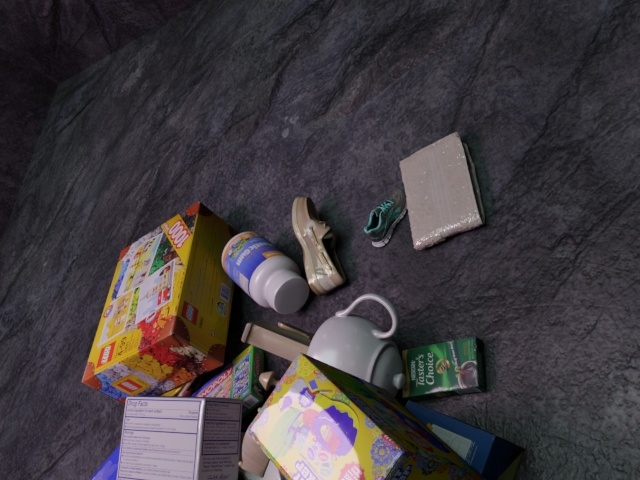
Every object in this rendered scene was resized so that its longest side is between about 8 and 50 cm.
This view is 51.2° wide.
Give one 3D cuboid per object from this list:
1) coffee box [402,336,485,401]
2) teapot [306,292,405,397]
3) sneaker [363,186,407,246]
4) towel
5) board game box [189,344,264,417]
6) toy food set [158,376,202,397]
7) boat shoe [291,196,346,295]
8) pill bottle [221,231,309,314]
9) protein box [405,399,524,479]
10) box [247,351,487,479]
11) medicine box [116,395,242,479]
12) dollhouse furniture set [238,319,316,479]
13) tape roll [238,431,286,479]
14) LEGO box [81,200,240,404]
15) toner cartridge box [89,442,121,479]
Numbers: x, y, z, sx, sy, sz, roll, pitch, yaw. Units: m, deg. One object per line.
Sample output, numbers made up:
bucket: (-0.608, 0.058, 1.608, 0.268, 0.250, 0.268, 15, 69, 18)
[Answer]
coffee box: (0.262, 0.279, 1.438, 0.184, 0.040, 0.113, -17, 56, 35)
teapot: (0.095, 0.280, 1.457, 0.187, 0.256, 0.252, 7, 57, 31)
sneaker: (0.166, -0.068, 1.708, 0.065, 0.076, 0.166, 17, 78, 46)
towel: (0.294, -0.122, 1.647, 0.187, 0.049, 0.282, -26, 52, 31)
board game box: (-0.275, 0.437, 1.774, 0.317, 0.046, 0.213, -42, 23, 15)
toy food set: (-0.405, 0.418, 1.935, 0.218, 0.071, 0.128, -9, 43, 46)
boat shoe: (0.000, 0.000, 1.802, 0.098, 0.109, 0.302, -27, 56, 21)
pill bottle: (-0.149, 0.092, 1.842, 0.152, 0.152, 0.272, -56, 42, 1)
protein box: (0.244, 0.445, 1.284, 0.201, 0.136, 0.199, 12, 75, 45)
box: (0.079, 0.377, 1.168, 0.290, 0.279, 0.177, 35, 92, 47)
medicine box: (-0.339, 0.521, 1.601, 0.264, 0.149, 0.289, -7, 72, 32)
dollhouse furniture set: (-0.132, 0.381, 1.560, 0.174, 0.303, 0.355, 21, 92, 13)
tape roll: (-0.217, 0.665, 1.620, 0.392, 0.072, 0.391, -22, 53, 32)
LEGO box: (-0.452, 0.183, 1.971, 0.373, 0.193, 0.499, -29, 38, 27)
toner cartridge box: (-0.522, 0.642, 1.909, 0.347, 0.075, 0.165, -50, 42, 7)
